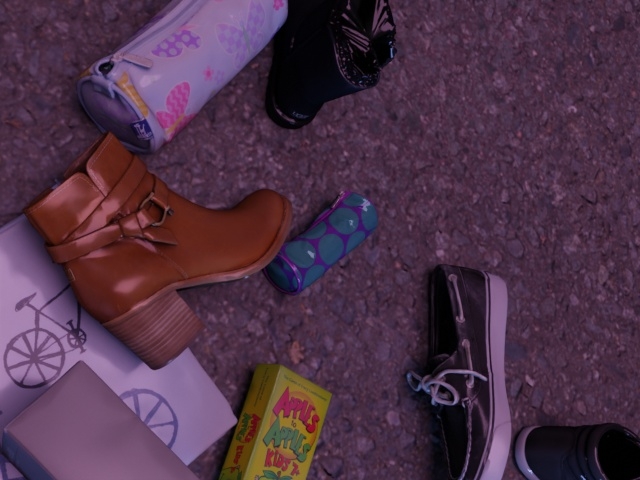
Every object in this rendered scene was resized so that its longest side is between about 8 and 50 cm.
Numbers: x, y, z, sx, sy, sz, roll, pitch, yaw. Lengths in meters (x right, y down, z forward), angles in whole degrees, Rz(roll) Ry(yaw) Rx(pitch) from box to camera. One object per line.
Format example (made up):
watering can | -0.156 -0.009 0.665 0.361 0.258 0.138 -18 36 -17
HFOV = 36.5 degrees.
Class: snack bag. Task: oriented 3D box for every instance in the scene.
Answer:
snack bag | -0.294 0.153 1.004 0.323 0.037 0.343 -38 100 -31

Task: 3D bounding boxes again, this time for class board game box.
board game box | -0.056 0.241 1.103 0.092 0.043 0.181 35 64 -37

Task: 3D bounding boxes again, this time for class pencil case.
pencil case | -0.154 -0.221 1.113 0.273 0.113 0.124 -49 137 -29
pencil case | 0.000 0.000 1.187 0.151 0.064 0.070 -41 116 -30

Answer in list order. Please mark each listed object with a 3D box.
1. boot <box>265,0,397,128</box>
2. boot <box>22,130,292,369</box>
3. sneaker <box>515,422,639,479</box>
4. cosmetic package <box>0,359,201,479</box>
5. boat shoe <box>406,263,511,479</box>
boot | 0.017 -0.269 1.170 0.094 0.207 0.247 15 72 -26
boot | -0.168 -0.028 1.054 0.220 0.109 0.283 53 57 -16
sneaker | 0.414 0.333 1.307 0.295 0.147 0.105 32 64 -22
cosmetic package | -0.187 0.239 0.922 0.238 0.127 0.107 41 61 3
boat shoe | 0.173 0.174 1.224 0.104 0.113 0.306 14 70 -20
